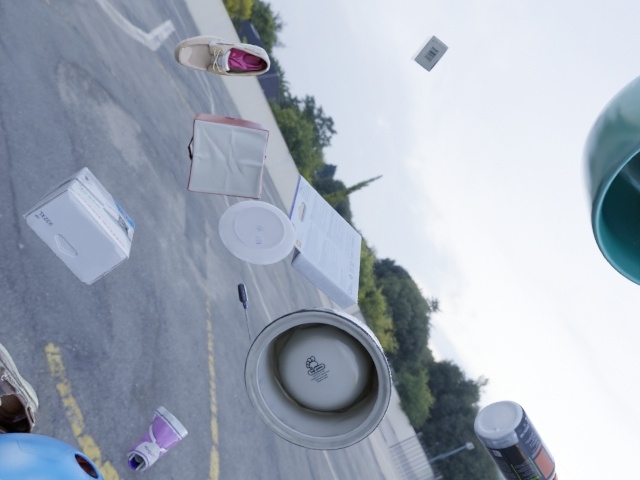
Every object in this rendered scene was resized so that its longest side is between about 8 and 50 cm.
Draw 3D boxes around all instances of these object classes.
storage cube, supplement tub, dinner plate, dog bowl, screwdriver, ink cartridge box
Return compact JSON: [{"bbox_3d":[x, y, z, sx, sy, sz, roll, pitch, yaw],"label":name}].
[{"bbox_3d":[-0.245,-0.227,1.283,0.193,0.215,0.183,-121,-140,-68],"label":"storage cube"},{"bbox_3d":[0.426,0.452,1.045,0.190,0.117,0.117,57,1,-11],"label":"supplement tub"},{"bbox_3d":[-0.112,-0.020,0.877,0.141,0.141,0.017,65,-30,23],"label":"dinner plate"},{"bbox_3d":[0.002,0.373,1.380,0.407,0.408,0.150,65,14,-4],"label":"dog bowl"},{"bbox_3d":[-0.200,0.198,1.316,0.025,0.024,0.169,-29,111,-55],"label":"screwdriver"},{"bbox_3d":[-0.623,-0.050,1.291,0.223,0.129,0.307,57,-5,-25],"label":"ink cartridge box"},{"bbox_3d":[0.000,0.000,1.029,0.224,0.045,0.223,45,32,-25],"label":"ink cartridge box"}]

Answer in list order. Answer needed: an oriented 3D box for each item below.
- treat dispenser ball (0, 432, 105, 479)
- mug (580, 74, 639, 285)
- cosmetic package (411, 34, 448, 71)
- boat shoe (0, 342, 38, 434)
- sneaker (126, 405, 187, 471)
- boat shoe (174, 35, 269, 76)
[{"bbox_3d":[-0.418,0.400,0.618,0.288,0.289,0.287,155,-90,-89],"label":"treat dispenser ball"},{"bbox_3d":[0.237,-0.038,0.280,0.097,0.158,0.129,-67,179,-48],"label":"mug"},{"bbox_3d":[0.221,-0.381,0.986,0.041,0.060,0.115,36,23,-8],"label":"cosmetic package"},{"bbox_3d":[-0.536,0.235,0.777,0.095,0.095,0.257,48,-19,45],"label":"boat shoe"},{"bbox_3d":[-0.473,0.557,1.355,0.102,0.161,0.282,48,-26,0],"label":"sneaker"},{"bbox_3d":[-0.172,-0.327,0.866,0.059,0.170,0.062,-121,-148,-53],"label":"boat shoe"}]
